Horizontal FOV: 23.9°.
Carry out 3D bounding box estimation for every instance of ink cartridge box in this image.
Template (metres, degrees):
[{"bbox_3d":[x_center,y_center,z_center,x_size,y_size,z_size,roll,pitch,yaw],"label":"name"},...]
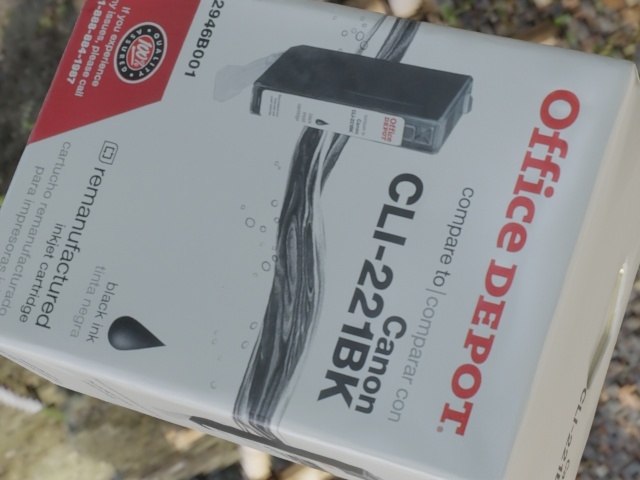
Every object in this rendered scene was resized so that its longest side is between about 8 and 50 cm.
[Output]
[{"bbox_3d":[0.000,0.000,0.703,0.273,0.197,0.114,14,167,21],"label":"ink cartridge box"}]
